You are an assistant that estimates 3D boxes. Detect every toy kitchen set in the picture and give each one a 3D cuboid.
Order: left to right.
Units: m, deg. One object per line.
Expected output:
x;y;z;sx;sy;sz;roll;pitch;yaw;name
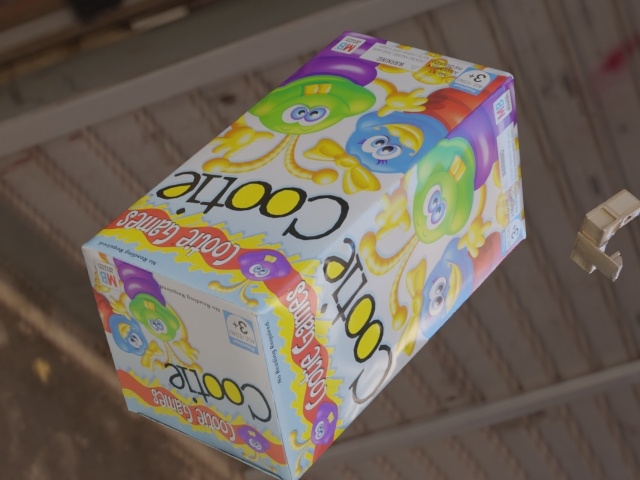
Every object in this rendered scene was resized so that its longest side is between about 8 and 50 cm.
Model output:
0.360;0.000;1.907;0.068;0.075;0.083;44;-32;25;toy kitchen set

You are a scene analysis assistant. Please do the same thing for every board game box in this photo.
0.000;0.000;1.027;0.275;0.144;0.142;-44;139;-36;board game box
